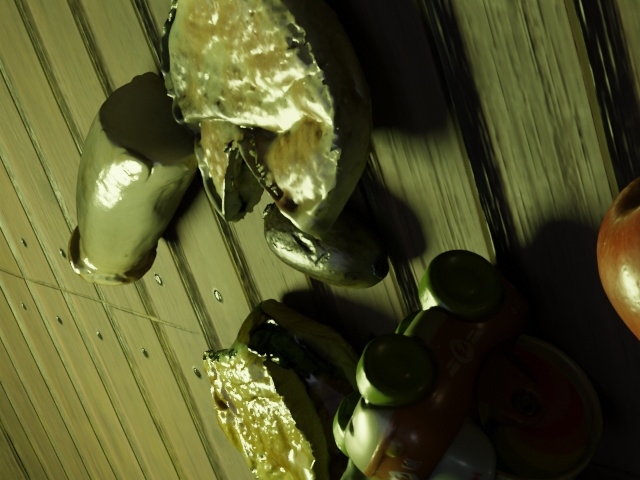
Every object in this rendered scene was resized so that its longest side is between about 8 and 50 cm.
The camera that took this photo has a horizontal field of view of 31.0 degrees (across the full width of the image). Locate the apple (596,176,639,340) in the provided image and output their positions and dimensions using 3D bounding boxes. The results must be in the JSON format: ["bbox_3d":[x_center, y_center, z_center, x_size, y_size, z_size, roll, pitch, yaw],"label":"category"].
[{"bbox_3d":[0.284,0.025,0.764,0.199,0.199,0.199,36,144,32],"label":"apple"}]

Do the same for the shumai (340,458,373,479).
[{"bbox_3d":[0.116,0.296,1.177,0.304,0.309,0.263,-49,42,42],"label":"shumai"}]

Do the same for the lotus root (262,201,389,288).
[{"bbox_3d":[0.000,0.000,1.237,0.179,0.080,0.089,28,140,42],"label":"lotus root"}]

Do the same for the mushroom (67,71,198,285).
[{"bbox_3d":[-0.247,-0.071,1.478,0.154,0.137,0.407,57,151,10],"label":"mushroom"}]

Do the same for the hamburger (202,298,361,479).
[{"bbox_3d":[-0.023,0.207,1.418,0.285,0.134,0.266,31,144,49],"label":"hamburger"}]

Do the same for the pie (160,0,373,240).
[{"bbox_3d":[-0.065,-0.157,1.172,0.337,0.075,0.338,30,128,46],"label":"pie"}]

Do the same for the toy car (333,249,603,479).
[{"bbox_3d":[0.146,0.148,1.048,0.235,0.235,0.145,46,149,19],"label":"toy car"}]
